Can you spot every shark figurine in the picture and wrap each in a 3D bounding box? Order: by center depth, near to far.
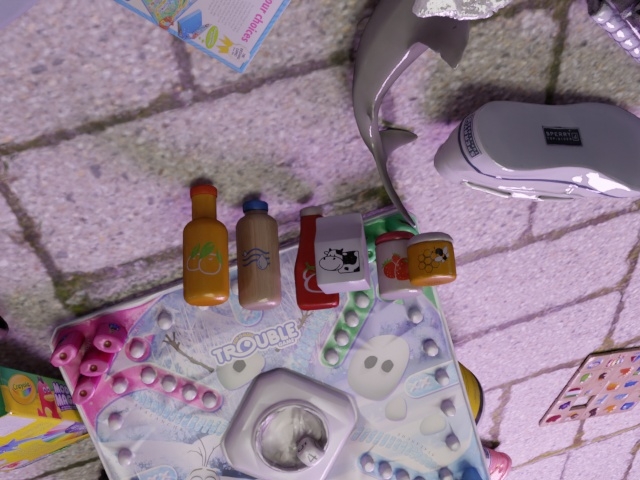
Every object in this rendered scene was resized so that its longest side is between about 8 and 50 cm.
[{"bbox_3d":[0.079,-0.141,0.593,0.166,0.116,0.278,9,129,-30],"label":"shark figurine"}]

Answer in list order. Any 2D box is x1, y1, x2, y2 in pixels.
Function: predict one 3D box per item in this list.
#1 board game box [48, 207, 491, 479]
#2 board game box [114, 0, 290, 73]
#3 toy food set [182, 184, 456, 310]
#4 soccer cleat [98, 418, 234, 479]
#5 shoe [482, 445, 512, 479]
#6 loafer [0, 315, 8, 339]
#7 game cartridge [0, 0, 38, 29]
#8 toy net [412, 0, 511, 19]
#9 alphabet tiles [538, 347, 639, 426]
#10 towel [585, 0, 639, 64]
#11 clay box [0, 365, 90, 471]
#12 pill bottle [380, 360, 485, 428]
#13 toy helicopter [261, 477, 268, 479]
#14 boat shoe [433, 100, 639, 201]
[{"bbox_3d":[-0.030,0.208,0.813,0.389,0.050,0.390,-19,106,-3],"label":"board game box"},{"bbox_3d":[-0.060,-0.181,0.480,0.103,0.026,0.154,28,143,-16],"label":"board game box"},{"bbox_3d":[0.000,0.000,0.688,0.232,0.105,0.111,-7,164,10],"label":"toy food set"},{"bbox_3d":[-0.162,0.266,0.946,0.116,0.109,0.318,10,131,-47],"label":"soccer cleat"},{"bbox_3d":[0.246,0.417,1.322,0.081,0.064,0.178,21,120,-34],"label":"shoe"},{"bbox_3d":[-0.331,0.015,0.602,0.095,0.109,0.303,-29,150,-21],"label":"loafer"},{"bbox_3d":[-0.251,-0.195,0.427,0.297,0.062,0.198,-30,144,9],"label":"game cartridge"},{"bbox_3d":[0.038,-0.230,0.484,0.232,0.045,0.122,27,108,-24],"label":"toy net"},{"bbox_3d":[0.497,0.235,1.279,0.237,0.009,0.198,-4,137,-21],"label":"alphabet tiles"},{"bbox_3d":[0.392,-0.225,0.632,0.235,0.121,0.283,25,122,-40],"label":"towel"},{"bbox_3d":[-0.314,0.187,0.786,0.127,0.053,0.222,-24,161,2],"label":"clay box"},{"bbox_3d":[0.111,0.176,0.952,0.119,0.119,0.208,-35,138,15],"label":"pill bottle"},{"bbox_3d":[-0.080,0.332,1.013,0.234,0.140,0.355,-28,160,-31],"label":"toy helicopter"},{"bbox_3d":[0.227,-0.083,0.755,0.258,0.095,0.084,7,160,-26],"label":"boat shoe"}]
